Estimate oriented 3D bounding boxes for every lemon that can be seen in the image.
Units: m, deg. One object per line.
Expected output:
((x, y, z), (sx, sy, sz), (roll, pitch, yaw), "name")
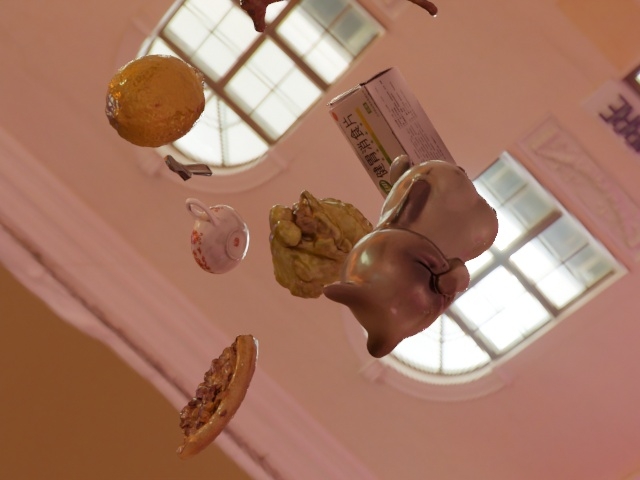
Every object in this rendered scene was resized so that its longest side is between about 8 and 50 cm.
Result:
((-0.316, -0.267, 1.698), (0.181, 0.180, 0.193), (38, -132, -17), "lemon")

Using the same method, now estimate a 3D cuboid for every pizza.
((-0.185, 0.276, 1.570), (0.058, 0.246, 0.127), (40, 171, -25), "pizza")

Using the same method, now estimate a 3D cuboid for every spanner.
((-0.204, -0.114, 1.384), (0.046, 0.012, 0.208), (52, -171, 1), "spanner")

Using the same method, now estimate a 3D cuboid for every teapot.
((-0.237, -0.010, 2.046), (0.159, 0.116, 0.245), (-44, -51, -25), "teapot")

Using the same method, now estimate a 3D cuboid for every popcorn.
((0.000, 0.000, 2.160), (0.250, 0.241, 0.235), (-23, -120, -24), "popcorn")

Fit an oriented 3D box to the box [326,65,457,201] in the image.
((0.185, -0.271, 2.306), (0.145, 0.173, 0.332), (-36, -85, -38), "box")

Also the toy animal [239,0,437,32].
((0.037, -0.326, 1.061), (0.230, 0.224, 0.066), (19, -154, -7), "toy animal")

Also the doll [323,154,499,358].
((0.180, 0.013, 1.606), (0.215, 0.226, 0.370), (55, -134, -33), "doll")
